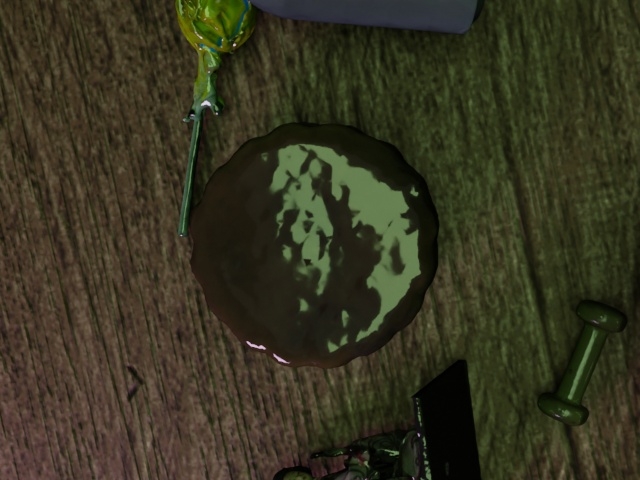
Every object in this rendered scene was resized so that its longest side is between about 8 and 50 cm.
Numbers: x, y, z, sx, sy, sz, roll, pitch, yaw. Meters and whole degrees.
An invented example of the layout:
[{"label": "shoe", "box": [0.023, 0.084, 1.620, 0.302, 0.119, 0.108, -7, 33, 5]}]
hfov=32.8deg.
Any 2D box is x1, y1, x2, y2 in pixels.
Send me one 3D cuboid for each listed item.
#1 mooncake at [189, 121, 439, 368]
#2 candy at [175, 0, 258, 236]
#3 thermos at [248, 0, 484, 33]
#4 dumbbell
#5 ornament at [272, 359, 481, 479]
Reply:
[{"label": "mooncake", "box": [0.000, 0.000, 1.009, 0.228, 0.124, 0.228, 1, 94, 12]}, {"label": "candy", "box": [-0.113, -0.131, 1.047, 0.077, 0.073, 0.262, 9, 101, -4]}, {"label": "thermos", "box": [0.003, -0.275, 0.970, 0.286, 0.182, 0.145, 5, 129, -1]}, {"label": "dumbbell", "box": [0.246, 0.114, 1.019, 0.046, 0.052, 0.118, 25, 97, 33]}, {"label": "ornament", "box": [0.034, 0.211, 1.019, 0.196, 0.166, 0.153, -9, 92, 22]}]
